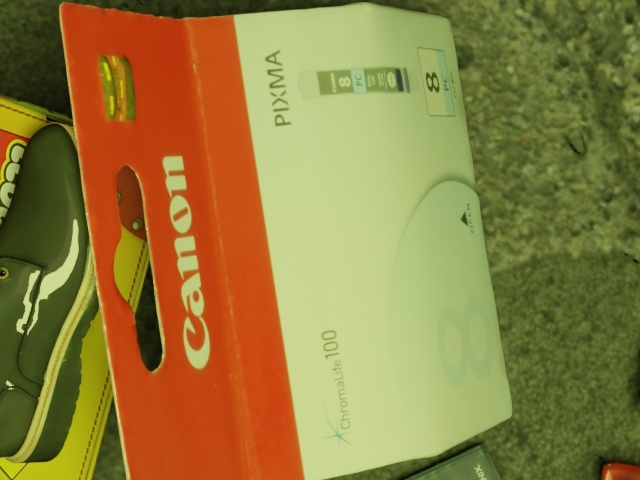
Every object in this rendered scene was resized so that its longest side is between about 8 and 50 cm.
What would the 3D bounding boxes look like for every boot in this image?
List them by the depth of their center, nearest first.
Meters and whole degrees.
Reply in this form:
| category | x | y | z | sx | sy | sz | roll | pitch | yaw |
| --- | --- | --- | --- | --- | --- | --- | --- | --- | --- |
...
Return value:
| category | x | y | z | sx | sy | sz | roll | pitch | yaw |
| --- | --- | --- | --- | --- | --- | --- | --- | --- | --- |
| boot | -0.195 | 0.027 | 0.765 | 0.137 | 0.077 | 0.197 | 6 | 92 | -40 |

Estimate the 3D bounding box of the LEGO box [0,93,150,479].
| category | x | y | z | sx | sy | sz | roll | pitch | yaw |
| --- | --- | --- | --- | --- | --- | --- | --- | --- | --- |
| LEGO box | -0.337 | 0.126 | 0.827 | 0.373 | 0.193 | 0.500 | 20 | 83 | -45 |

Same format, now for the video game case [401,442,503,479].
| category | x | y | z | sx | sy | sz | roll | pitch | yaw |
| --- | --- | --- | --- | --- | --- | --- | --- | --- | --- |
| video game case | 0.043 | 0.296 | 1.036 | 0.274 | 0.026 | 0.196 | -23 | 76 | -11 |

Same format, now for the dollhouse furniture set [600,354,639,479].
| category | x | y | z | sx | sy | sz | roll | pitch | yaw |
| --- | --- | --- | --- | --- | --- | --- | --- | --- | --- |
| dollhouse furniture set | 0.338 | 0.230 | 1.073 | 0.259 | 0.135 | 0.261 | 10 | 84 | -4 |

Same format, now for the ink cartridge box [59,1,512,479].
| category | x | y | z | sx | sy | sz | roll | pitch | yaw |
| --- | --- | --- | --- | --- | --- | --- | --- | --- | --- |
| ink cartridge box | 0.000 | 0.000 | 0.902 | 0.091 | 0.385 | 0.308 | -8 | 90 | 27 |
